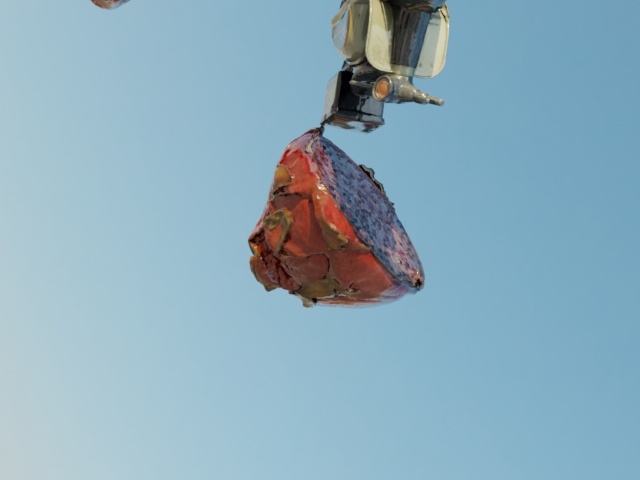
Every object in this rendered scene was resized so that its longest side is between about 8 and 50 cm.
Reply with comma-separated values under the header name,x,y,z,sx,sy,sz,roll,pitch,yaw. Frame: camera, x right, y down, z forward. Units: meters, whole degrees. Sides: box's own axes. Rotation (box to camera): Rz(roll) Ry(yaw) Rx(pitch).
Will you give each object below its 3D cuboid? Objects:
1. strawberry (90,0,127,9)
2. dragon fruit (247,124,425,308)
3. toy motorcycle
name,x,y,z,sx,sy,sz,roll,pitch,yaw
strawberry,-0.257,-0.353,1.300,0.107,0.175,0.236,85,15,-52
dragon fruit,-0.001,0.001,1.180,0.218,0.148,0.224,33,26,-49
toy motorcycle,0.069,-0.198,1.073,0.263,0.091,0.157,169,-71,-76
